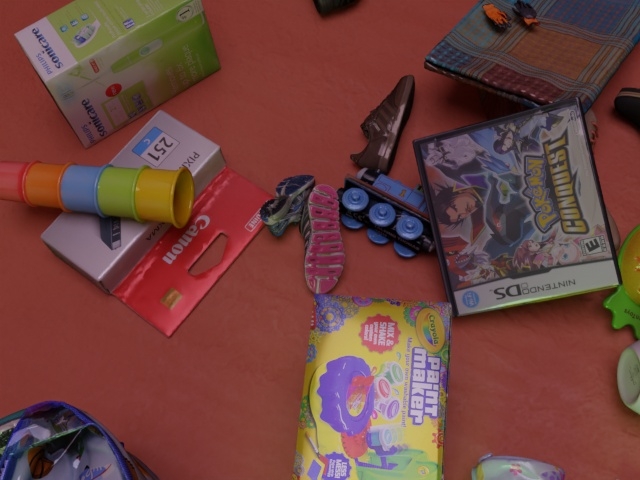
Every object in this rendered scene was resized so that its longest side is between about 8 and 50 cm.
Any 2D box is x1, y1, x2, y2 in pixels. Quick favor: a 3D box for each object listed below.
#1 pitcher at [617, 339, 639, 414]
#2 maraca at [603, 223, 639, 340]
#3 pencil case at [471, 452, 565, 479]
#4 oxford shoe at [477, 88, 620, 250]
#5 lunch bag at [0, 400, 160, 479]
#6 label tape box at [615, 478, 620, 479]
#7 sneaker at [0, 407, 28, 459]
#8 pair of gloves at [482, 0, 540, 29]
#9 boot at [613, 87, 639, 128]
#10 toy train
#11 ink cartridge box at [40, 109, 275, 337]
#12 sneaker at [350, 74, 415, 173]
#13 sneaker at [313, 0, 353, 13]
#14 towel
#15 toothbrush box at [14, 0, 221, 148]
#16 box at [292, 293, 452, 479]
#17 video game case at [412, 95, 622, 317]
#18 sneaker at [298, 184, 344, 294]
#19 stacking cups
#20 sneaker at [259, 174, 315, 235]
[{"bbox_3d":[0.526,0.174,1.235,0.207,0.125,0.178,3,44,-5],"label":"pitcher"},{"bbox_3d":[0.490,0.055,1.296,0.127,0.099,0.186,26,86,-6],"label":"maraca"},{"bbox_3d":[0.252,0.419,1.137,0.124,0.113,0.273,-3,64,25],"label":"pencil case"},{"bbox_3d":[0.386,-0.147,1.375,0.146,0.140,0.397,-18,65,-7],"label":"oxford shoe"},{"bbox_3d":[-0.261,0.411,1.068,0.239,0.328,0.385,-17,66,-5],"label":"lunch bag"},{"bbox_3d":[0.542,0.453,1.097,0.347,0.115,0.249,12,67,8],"label":"label tape box"},{"bbox_3d":[-0.531,0.293,1.270,0.275,0.107,0.110,-19,56,-4],"label":"sneaker"},{"bbox_3d":[0.313,-0.371,1.437,0.083,0.010,0.074,-9,46,-10],"label":"pair of gloves"},{"bbox_3d":[0.537,-0.148,1.401,0.198,0.077,0.137,33,77,19],"label":"boot"},{"bbox_3d":[0.112,-0.050,1.387,0.184,0.080,0.105,29,63,16],"label":"toy train"},{"bbox_3d":[-0.253,-0.035,1.415,0.261,0.066,0.296,33,72,19],"label":"ink cartridge box"},{"bbox_3d":[0.105,-0.203,1.462,0.071,0.066,0.188,15,67,12],"label":"sneaker"},{"bbox_3d":[0.026,-0.529,1.612,0.130,0.087,0.227,-17,68,-5],"label":"sneaker"},{"bbox_3d":[0.368,-0.338,1.438,0.271,0.040,0.370,25,49,22],"label":"towel"},{"bbox_3d":[-0.330,-0.316,1.474,0.283,0.206,0.122,-32,67,-11],"label":"toothbrush box"},{"bbox_3d":[0.072,0.256,1.136,0.177,0.279,0.290,4,65,6],"label":"box"},{"bbox_3d":[0.282,-0.044,1.277,0.248,0.035,0.275,-13,88,21],"label":"video game case"},{"bbox_3d":[0.000,0.000,1.384,0.063,0.075,0.170,0,87,-11],"label":"sneaker"},{"bbox_3d":[-0.360,-0.085,1.360,0.316,0.096,0.096,8,66,10],"label":"stacking cups"},{"bbox_3d":[-0.050,-0.057,1.421,0.052,0.058,0.135,9,42,35],"label":"sneaker"}]
